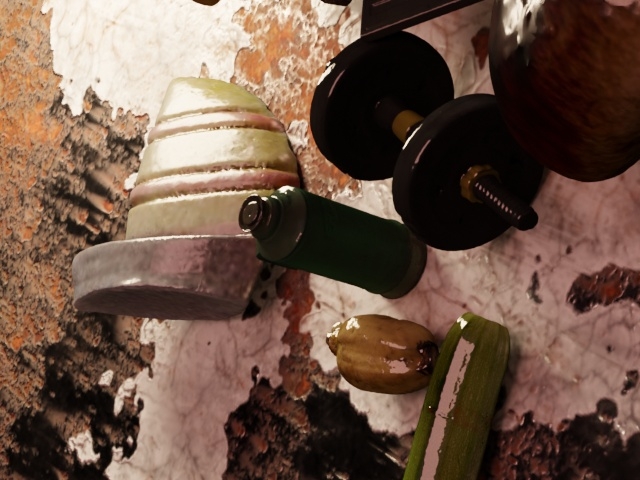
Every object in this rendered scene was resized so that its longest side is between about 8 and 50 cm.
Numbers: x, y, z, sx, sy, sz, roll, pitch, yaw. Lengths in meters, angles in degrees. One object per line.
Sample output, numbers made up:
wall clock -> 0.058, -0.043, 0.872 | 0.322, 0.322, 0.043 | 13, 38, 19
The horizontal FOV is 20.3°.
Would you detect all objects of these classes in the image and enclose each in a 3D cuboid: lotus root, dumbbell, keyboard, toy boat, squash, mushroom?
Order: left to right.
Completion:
toy boat -> -0.130, -0.038, 1.863 | 0.276, 0.111, 0.293 | 16, 79, 44
lotus root -> 0.056, 0.102, 1.615 | 0.152, 0.063, 0.072 | 13, 113, 45
dumbbell -> 0.092, -0.090, 1.581 | 0.325, 0.143, 0.143 | 43, 109, 48
keyboard -> 0.110, -0.235, 1.584 | 0.381, 0.041, 0.103 | -13, 41, 17
squash -> 0.111, 0.175, 1.524 | 0.066, 0.066, 0.229 | 12, 85, 51
mushroom -> 0.285, -0.161, 1.292 | 0.356, 0.331, 0.334 | 28, 68, 26

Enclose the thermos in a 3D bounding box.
thermos -> 0.003, -0.003, 1.617 | 0.083, 0.188, 0.073 | 14, 86, 49

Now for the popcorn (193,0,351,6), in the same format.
popcorn -> -0.039, -0.368, 1.743 | 0.381, 0.349, 0.349 | 48, 120, 4
